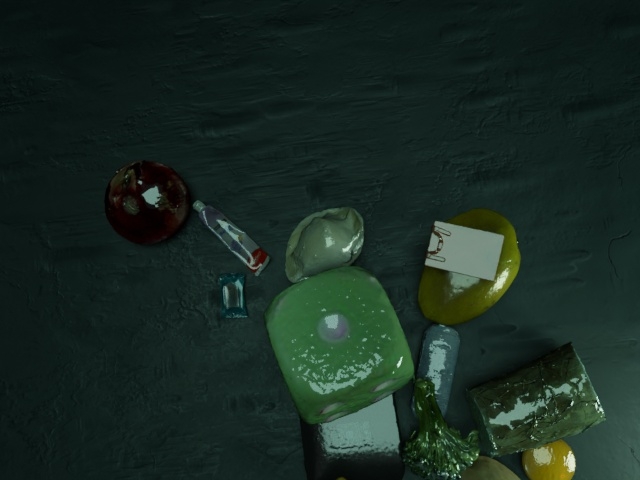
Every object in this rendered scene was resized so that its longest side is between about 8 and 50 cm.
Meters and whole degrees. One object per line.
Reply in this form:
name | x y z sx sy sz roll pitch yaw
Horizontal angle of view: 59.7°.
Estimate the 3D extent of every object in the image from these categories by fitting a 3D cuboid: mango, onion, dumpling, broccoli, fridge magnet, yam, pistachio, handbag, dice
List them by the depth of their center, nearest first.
dice | 0.046 0.280 1.480 0.322 0.330 0.318 -22 64 -4
broccoli | 0.329 0.517 1.488 0.198 0.177 0.275 11 101 18
handbag | 0.380 0.027 1.488 0.190 0.063 0.127 14 91 13
yam | 0.575 0.430 1.496 0.348 0.241 0.241 -24 79 3
pistachio | 0.475 0.710 1.496 0.212 0.163 0.260 -6 65 -17
fridge magnet | 0.629 0.611 1.542 0.143 0.063 0.143 -1 81 6
mango | 0.415 0.078 1.587 0.253 0.182 0.365 35 85 9
dumpling | 0.000 -0.004 1.659 0.243 0.175 0.227 -16 49 -12
onion | -0.545 -0.120 1.692 0.272 0.195 0.272 0 89 8

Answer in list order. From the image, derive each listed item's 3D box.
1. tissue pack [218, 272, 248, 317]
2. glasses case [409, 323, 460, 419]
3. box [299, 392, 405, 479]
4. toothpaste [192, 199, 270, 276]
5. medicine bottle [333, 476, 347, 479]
tissue pack | -0.267 0.168 1.705 0.085 0.028 0.138 -4 85 7
glasses case | 0.329 0.380 1.601 0.109 0.067 0.282 12 85 5
box | 0.087 0.548 1.589 0.289 0.073 0.290 -9 80 3
toothpaste | -0.281 -0.017 1.729 0.301 0.048 0.075 42 82 7
medicine bottle | 0.072 0.770 1.410 0.232 0.238 0.238 32 84 23
